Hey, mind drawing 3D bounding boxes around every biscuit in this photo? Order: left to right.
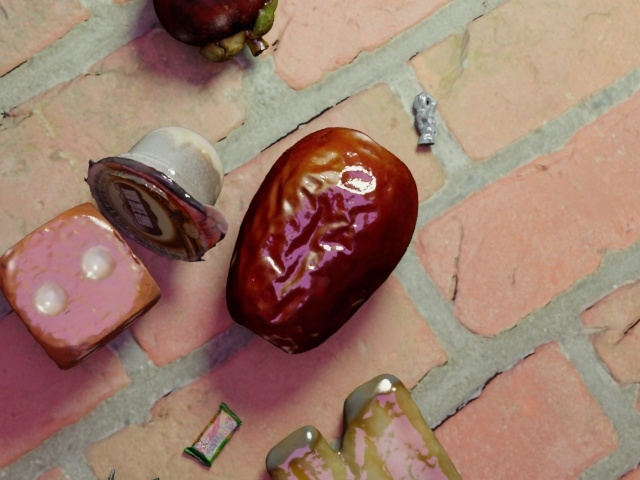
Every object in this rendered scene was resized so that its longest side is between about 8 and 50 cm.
[{"bbox_3d":[-0.150,0.278,1.961,0.046,0.016,0.089,39,80,-2],"label":"biscuit"},{"bbox_3d":[0.084,0.362,1.960,0.237,0.062,0.291,-35,89,-11],"label":"biscuit"}]

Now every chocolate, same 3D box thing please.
[{"bbox_3d":[-0.204,-0.085,1.921,0.221,0.221,0.147,36,65,-2],"label":"chocolate"}]

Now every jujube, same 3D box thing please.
[{"bbox_3d":[0.000,0.000,1.922,0.223,0.223,0.318,32,84,-3],"label":"jujube"}]

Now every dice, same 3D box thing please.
[{"bbox_3d":[-0.331,0.062,1.882,0.179,0.174,0.175,-34,88,-9],"label":"dice"}]

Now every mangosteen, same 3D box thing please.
[{"bbox_3d":[-0.141,-0.346,1.968,0.199,0.200,0.200,1,83,-8],"label":"mangosteen"}]

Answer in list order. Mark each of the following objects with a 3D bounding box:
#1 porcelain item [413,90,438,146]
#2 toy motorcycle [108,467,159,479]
[{"bbox_3d":[0.156,-0.183,2.050,0.036,0.028,0.083,3,81,-24],"label":"porcelain item"},{"bbox_3d":[-0.274,0.403,1.910,0.100,0.058,0.173,23,83,1],"label":"toy motorcycle"}]
